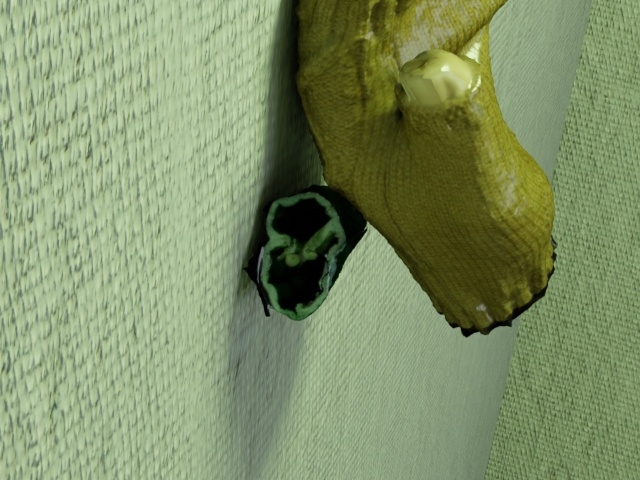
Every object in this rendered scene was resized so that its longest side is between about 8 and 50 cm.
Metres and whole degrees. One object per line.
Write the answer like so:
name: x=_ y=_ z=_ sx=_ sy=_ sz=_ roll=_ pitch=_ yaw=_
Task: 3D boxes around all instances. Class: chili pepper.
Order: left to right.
chili pepper: x=0.000 y=0.000 z=1.241 sx=0.227 sy=0.059 sz=0.088 roll=-31 pitch=140 yaw=-79

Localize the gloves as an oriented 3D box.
gloves: x=0.068 y=-0.087 z=1.162 sx=0.203 sy=0.155 sz=0.356 roll=-90 pitch=169 yaw=-49
